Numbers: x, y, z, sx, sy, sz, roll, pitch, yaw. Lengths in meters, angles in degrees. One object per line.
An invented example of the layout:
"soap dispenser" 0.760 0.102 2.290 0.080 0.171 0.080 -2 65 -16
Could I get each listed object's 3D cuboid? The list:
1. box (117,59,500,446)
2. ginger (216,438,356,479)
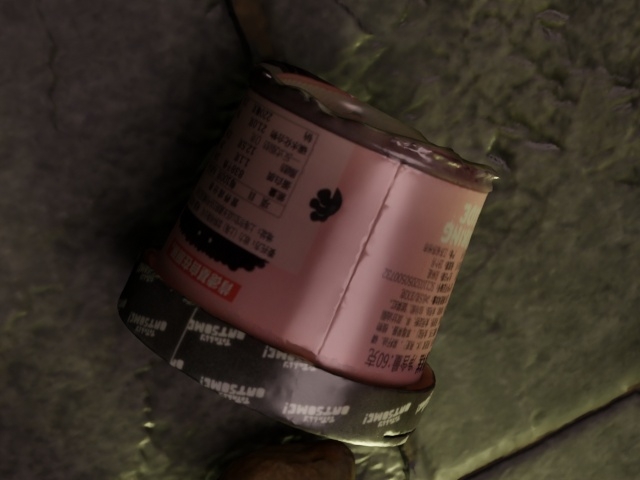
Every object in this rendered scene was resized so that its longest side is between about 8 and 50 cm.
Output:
"box" 0.000 0.000 0.572 0.151 0.151 0.135 18 101 -29
"ginger" 0.010 0.195 0.717 0.104 0.080 0.204 -39 123 -6
